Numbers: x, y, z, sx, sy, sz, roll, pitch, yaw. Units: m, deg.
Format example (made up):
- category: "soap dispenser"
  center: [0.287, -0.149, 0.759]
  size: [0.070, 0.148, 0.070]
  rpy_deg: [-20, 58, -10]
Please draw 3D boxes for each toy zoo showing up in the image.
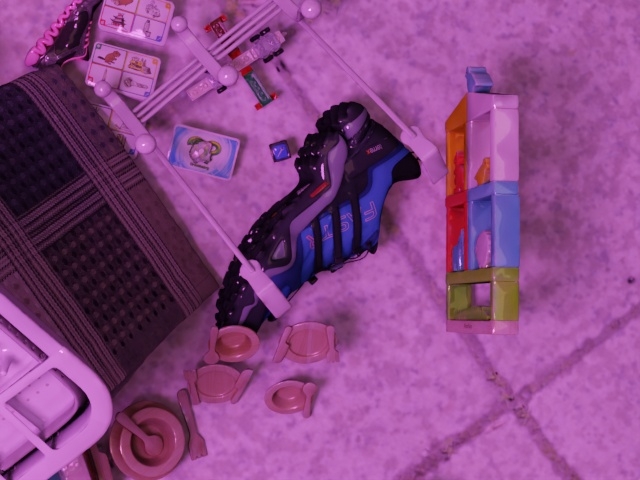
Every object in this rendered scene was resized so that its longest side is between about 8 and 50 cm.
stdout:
- category: "toy zoo"
  center: [0.174, -0.044, 1.405]
  size: [0.030, 0.192, 0.293]
  rpy_deg: [1, 86, -9]

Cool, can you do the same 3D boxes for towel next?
- category: "towel"
  center: [-0.271, -0.002, 1.306]
  size: [0.056, 0.312, 0.324]
  rpy_deg: [-31, 98, 32]

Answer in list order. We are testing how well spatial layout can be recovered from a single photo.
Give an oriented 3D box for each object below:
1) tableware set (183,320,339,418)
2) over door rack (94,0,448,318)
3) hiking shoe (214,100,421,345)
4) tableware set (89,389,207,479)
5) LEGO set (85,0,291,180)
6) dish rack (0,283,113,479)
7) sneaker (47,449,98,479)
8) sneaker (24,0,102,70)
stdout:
- category: "tableware set"
  center: [-0.064, 0.139, 1.404]
  size: [0.168, 0.141, 0.020]
  rpy_deg: [4, 41, -12]
- category: "over door rack"
  center: [-0.059, -0.124, 1.329]
  size: [0.239, 0.108, 0.324]
  rpy_deg: [-40, 71, -1]
- category: "hiking shoe"
  center: [0.000, 0.000, 1.418]
  size: [0.132, 0.113, 0.304]
  rpy_deg: [33, 90, -17]
- category: "tableware set"
  center: [-0.167, 0.268, 1.390]
  size: [0.128, 0.039, 0.194]
  rpy_deg: [-17, 90, -30]
- category: "LEGO set"
  center: [-0.140, -0.168, 1.449]
  size: [0.244, 0.060, 0.182]
  rpy_deg: [14, 95, -5]
- category: "dish rack"
  center: [-0.377, 0.109, 1.122]
  size: [0.285, 0.072, 0.333]
  rpy_deg: [-37, 116, 16]
- category: "sneaker"
  center: [-0.280, 0.329, 1.363]
  size: [0.121, 0.108, 0.302]
  rpy_deg: [-17, 83, -7]
- category: "sneaker"
  center: [-0.273, -0.226, 1.425]
  size: [0.057, 0.047, 0.119]
  rpy_deg: [40, 89, -11]
